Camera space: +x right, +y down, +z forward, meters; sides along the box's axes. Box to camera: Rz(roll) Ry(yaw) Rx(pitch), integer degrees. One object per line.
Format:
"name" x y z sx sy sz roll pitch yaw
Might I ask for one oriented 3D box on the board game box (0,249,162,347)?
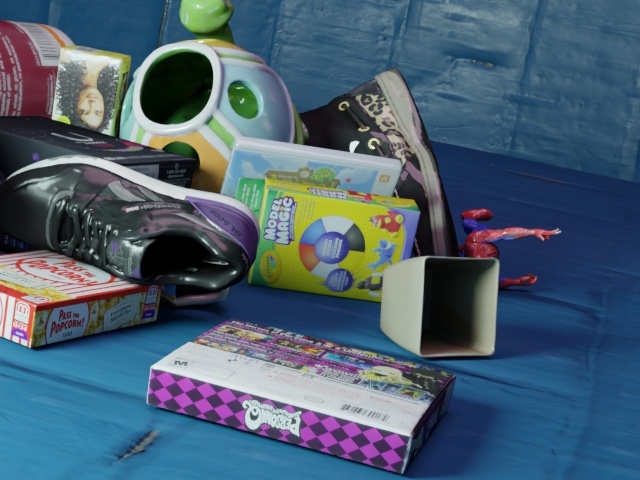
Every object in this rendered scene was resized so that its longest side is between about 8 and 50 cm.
"board game box" -0.276 0.054 1.329 0.146 0.045 0.193 16 13 27

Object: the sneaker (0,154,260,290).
"sneaker" -0.205 -0.013 1.358 0.283 0.107 0.124 8 21 0

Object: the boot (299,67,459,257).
"boot" 0.028 -0.060 1.856 0.284 0.138 0.377 -16 56 3

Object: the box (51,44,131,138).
"box" -0.310 -0.135 1.749 0.087 0.232 0.058 10 14 4

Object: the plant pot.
"plant pot" 0.126 0.070 1.483 0.109 0.109 0.096 2 2 -34

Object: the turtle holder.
"turtle holder" -0.137 -0.170 1.752 0.243 0.320 0.227 21 -19 25

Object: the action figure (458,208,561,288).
"action figure" 0.264 0.014 1.885 0.139 0.091 0.280 2 10 6

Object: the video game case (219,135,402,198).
"video game case" -0.024 -0.038 1.674 0.212 0.193 0.023 8 41 -13

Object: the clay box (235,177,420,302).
"clay box" 0.000 0.000 1.627 0.222 0.127 0.053 7 20 -11

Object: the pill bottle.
"pill bottle" -0.568 -0.230 2.018 0.224 0.224 0.392 19 14 36

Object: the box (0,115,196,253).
"box" -0.311 -0.060 1.608 0.270 0.143 0.165 16 12 29

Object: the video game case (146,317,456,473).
"video game case" -0.010 0.132 1.191 0.232 0.042 0.210 13 12 13

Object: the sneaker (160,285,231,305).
"sneaker" -0.189 0.032 1.458 0.185 0.070 0.084 5 12 -16
